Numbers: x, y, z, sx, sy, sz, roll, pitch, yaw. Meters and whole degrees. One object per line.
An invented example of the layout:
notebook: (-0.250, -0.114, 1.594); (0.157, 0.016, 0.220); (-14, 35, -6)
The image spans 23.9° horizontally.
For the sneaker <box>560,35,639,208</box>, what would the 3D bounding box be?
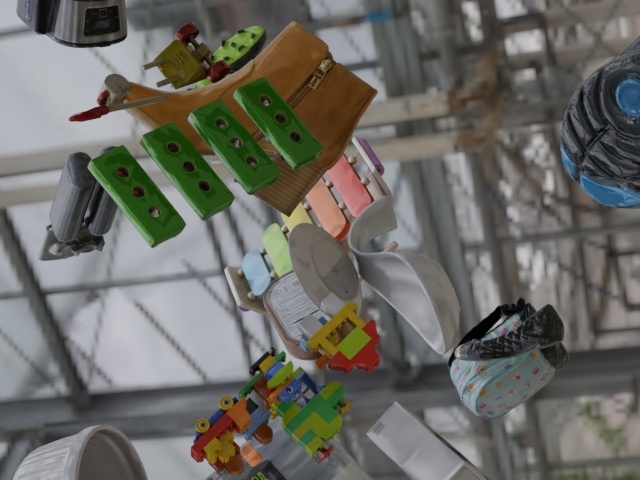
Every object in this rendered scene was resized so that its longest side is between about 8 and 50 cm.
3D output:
sneaker: (0.330, -0.151, 1.231); (0.125, 0.341, 0.140); (50, -138, 10)

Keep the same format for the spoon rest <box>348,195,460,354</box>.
spoon rest: (0.100, 0.043, 1.895); (0.276, 0.084, 0.137); (-121, 9, -56)

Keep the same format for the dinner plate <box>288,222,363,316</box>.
dinner plate: (0.012, 0.037, 1.889); (0.141, 0.017, 0.141); (37, -143, -34)

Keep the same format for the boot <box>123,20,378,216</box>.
boot: (-0.095, -0.186, 1.874); (0.211, 0.295, 0.104); (-59, -3, -1)

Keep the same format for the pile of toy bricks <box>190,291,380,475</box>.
pile of toy bricks: (-0.022, 0.165, 1.459); (0.212, 0.105, 0.118); (-43, -15, -18)

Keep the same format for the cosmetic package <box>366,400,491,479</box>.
cosmetic package: (0.139, 0.265, 1.738); (0.099, 0.060, 0.239); (44, 177, -19)

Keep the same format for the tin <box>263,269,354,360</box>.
tin: (-0.019, 0.101, 2.159); (0.040, 0.106, 0.189); (61, 177, -35)

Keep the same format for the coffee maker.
coffee maker: (-0.255, -0.311, 1.580); (0.171, 0.120, 0.178); (-111, 27, -55)

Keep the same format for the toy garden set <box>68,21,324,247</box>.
toy garden set: (-0.150, -0.113, 1.591); (0.244, 0.049, 0.204); (-30, -105, -37)

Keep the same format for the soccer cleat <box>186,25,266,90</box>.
soccer cleat: (-0.132, -0.224, 2.128); (0.179, 0.060, 0.072); (-52, -47, -9)

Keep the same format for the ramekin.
ramekin: (-0.301, 0.342, 1.890); (0.207, 0.109, 0.207); (-14, -90, -72)

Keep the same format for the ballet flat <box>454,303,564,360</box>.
ballet flat: (0.237, 0.122, 1.899); (0.057, 0.173, 0.049); (0, -105, -44)

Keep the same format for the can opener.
can opener: (-0.280, -0.051, 1.730); (0.283, 0.076, 0.095); (126, 129, -62)

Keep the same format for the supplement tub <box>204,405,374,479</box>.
supplement tub: (-0.084, 0.368, 1.725); (0.207, 0.338, 0.207); (46, 173, 8)

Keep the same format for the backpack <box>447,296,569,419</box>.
backpack: (0.294, 0.197, 2.406); (0.152, 0.182, 0.115); (48, -170, -41)

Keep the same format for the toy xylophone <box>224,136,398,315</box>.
toy xylophone: (0.000, 0.000, 2.313); (0.081, 0.322, 0.236); (38, -175, -32)
